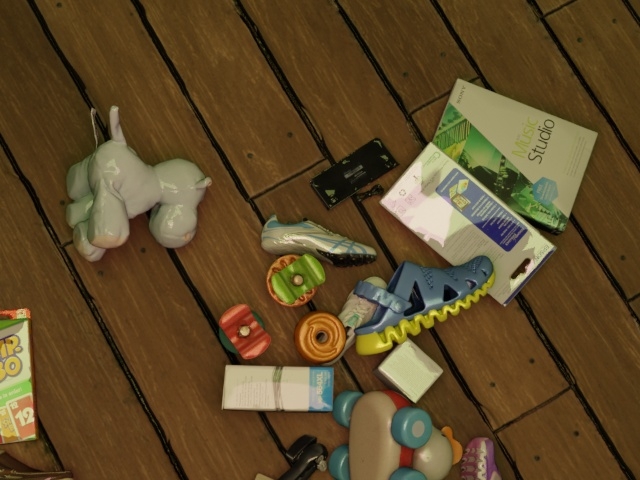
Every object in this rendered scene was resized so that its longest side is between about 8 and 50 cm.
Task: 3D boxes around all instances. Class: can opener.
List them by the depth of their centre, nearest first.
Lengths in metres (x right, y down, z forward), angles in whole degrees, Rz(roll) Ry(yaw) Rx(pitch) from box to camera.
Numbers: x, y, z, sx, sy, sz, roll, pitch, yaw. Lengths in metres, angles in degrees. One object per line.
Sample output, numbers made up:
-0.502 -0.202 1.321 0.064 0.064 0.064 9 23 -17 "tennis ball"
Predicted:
-0.050 0.446 1.736 0.073 0.059 0.186 9 39 36 "can opener"

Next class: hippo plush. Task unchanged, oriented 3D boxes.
-0.354 -0.098 1.812 0.237 0.234 0.294 5 92 -34 "hippo plush"

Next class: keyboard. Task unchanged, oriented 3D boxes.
0.078 -0.127 1.913 0.180 0.023 0.108 -33 76 -9 "keyboard"

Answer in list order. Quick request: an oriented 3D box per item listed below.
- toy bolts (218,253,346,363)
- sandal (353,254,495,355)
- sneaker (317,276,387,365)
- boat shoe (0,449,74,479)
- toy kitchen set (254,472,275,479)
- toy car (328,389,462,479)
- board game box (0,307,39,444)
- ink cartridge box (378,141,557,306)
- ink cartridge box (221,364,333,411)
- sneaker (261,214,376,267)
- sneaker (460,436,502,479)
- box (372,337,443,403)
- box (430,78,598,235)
-0.079 0.159 1.776 0.229 0.158 0.218 -30 90 -11 "toy bolts"
0.189 0.097 1.757 0.317 0.126 0.138 -25 92 -16 "sandal"
0.066 0.158 1.813 0.080 0.094 0.212 37 78 6 "sneaker"
-0.589 0.435 1.709 0.258 0.095 0.095 -5 72 -5 "boat shoe"
-0.116 0.582 1.726 0.122 0.166 0.207 24 41 1 "toy kitchen set"
0.174 0.384 1.740 0.238 0.219 0.210 4 89 -35 "toy car"
-0.616 0.261 1.775 0.124 0.039 0.259 -6 76 -6 "board game box"
0.294 -0.033 1.855 0.333 0.065 0.165 41 97 0 "ink cartridge box"
-0.081 0.283 1.747 0.203 0.148 0.085 3 79 -4 "ink cartridge box"
0.000 0.000 1.850 0.237 0.085 0.086 11 70 -5 "sneaker"
0.333 0.495 1.765 0.105 0.095 0.236 -1 83 -11 "sneaker"
0.168 0.255 1.794 0.102 0.101 0.087 43 78 5 "box"
0.390 -0.176 1.926 0.322 0.058 0.232 21 77 3 "box"
